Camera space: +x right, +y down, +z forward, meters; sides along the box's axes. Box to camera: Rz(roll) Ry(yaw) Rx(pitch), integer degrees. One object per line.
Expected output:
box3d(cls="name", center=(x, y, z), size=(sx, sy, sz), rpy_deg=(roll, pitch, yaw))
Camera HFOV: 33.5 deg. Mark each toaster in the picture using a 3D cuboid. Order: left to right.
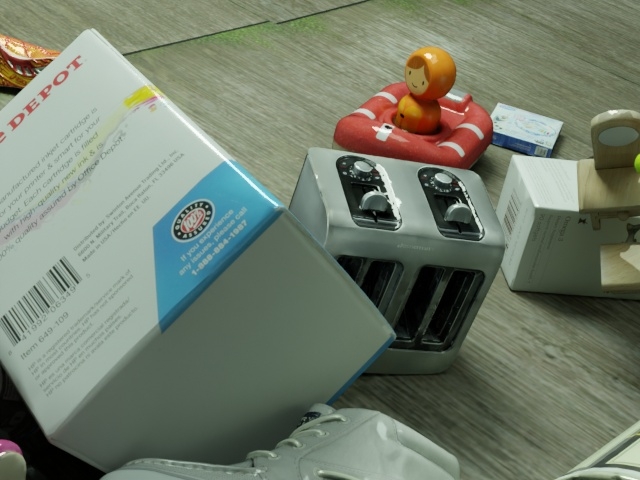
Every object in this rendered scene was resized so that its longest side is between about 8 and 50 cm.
box3d(cls="toaster", center=(0.046, 0.024, 0.922), size=(0.168, 0.186, 0.110), rpy_deg=(8, 34, -20))

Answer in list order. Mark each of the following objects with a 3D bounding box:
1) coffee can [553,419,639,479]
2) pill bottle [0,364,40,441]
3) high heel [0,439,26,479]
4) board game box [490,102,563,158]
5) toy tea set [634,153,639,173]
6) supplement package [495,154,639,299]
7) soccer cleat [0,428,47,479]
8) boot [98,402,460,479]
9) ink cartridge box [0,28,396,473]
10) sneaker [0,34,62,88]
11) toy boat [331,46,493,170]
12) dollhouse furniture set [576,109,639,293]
box3d(cls="coffee can", center=(0.286, 0.190, 0.703), size=(0.275, 0.201, 0.201), rpy_deg=(-21, 45, -39))
box3d(cls="pill bottle", center=(-0.243, 0.100, 0.734), size=(0.078, 0.078, 0.137), rpy_deg=(20, -7, 13))
box3d(cls="high heel", center=(-0.258, 0.174, 0.567), size=(0.117, 0.244, 0.082), rpy_deg=(44, 11, 30))
box3d(cls="board game box", center=(0.259, -0.141, 1.365), size=(0.090, 0.020, 0.090), rpy_deg=(19, 34, 13))
box3d(cls="toy tea set", center=(0.376, -0.025, 0.693), size=(0.200, 0.124, 0.336), rpy_deg=(-42, 53, -9))
box3d(cls="supplement package", center=(0.281, -0.012, 1.098), size=(0.179, 0.105, 0.105), rpy_deg=(4, 33, -9))
box3d(cls="soccer cleat", center=(-0.158, 0.244, 0.600), size=(0.318, 0.116, 0.108), rpy_deg=(45, 4, 23))
box3d(cls="boot", center=(-0.020, 0.164, 0.706), size=(0.258, 0.095, 0.123), rpy_deg=(22, 46, -19))
box3d(cls="ink cartridge box", center=(-0.126, 0.022, 0.774), size=(0.198, 0.197, 0.270), rpy_deg=(-45, 51, -3))
box3d(cls="sneaker", center=(-0.352, -0.206, 1.262), size=(0.175, 0.064, 0.067), rpy_deg=(20, 14, 5))
box3d(cls="toy boat", center=(0.113, -0.148, 1.211), size=(0.151, 0.151, 0.231), rpy_deg=(23, 34, 18))
box3d(cls="dollhouse furniture set", center=(0.363, 0.067, 0.851), size=(0.303, 0.174, 0.355), rpy_deg=(-4, 66, 17))
